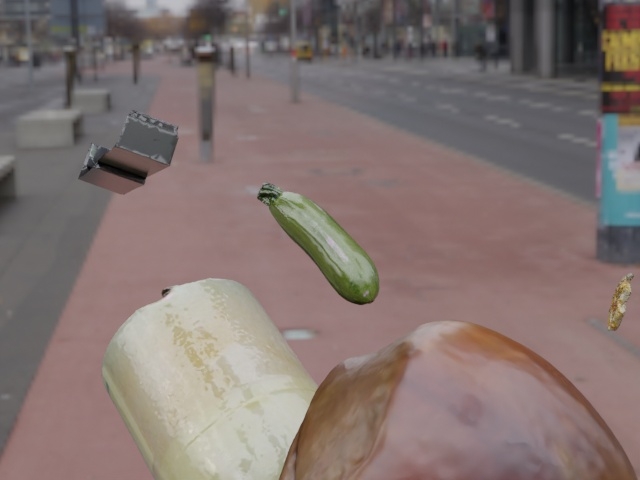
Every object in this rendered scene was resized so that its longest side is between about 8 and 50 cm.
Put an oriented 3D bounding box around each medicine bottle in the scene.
[{"bbox_3d":[-0.086,0.265,1.540,0.235,0.236,0.406,-8,46,-35],"label":"medicine bottle"}]

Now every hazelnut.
[{"bbox_3d":[0.127,0.261,1.195,0.372,0.373,0.315,2,4,22],"label":"hazelnut"}]

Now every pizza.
[{"bbox_3d":[0.390,0.080,1.627,0.016,0.083,0.037,23,-11,-9],"label":"pizza"}]

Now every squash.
[{"bbox_3d":[0.000,0.000,1.279,0.052,0.052,0.183,-10,45,-43],"label":"squash"}]

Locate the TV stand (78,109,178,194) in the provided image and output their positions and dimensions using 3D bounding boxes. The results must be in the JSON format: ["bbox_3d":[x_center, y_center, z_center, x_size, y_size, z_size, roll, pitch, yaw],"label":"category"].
[{"bbox_3d":[-0.175,-0.076,1.118,0.049,0.040,0.256,20,-8,-15],"label":"TV stand"}]
